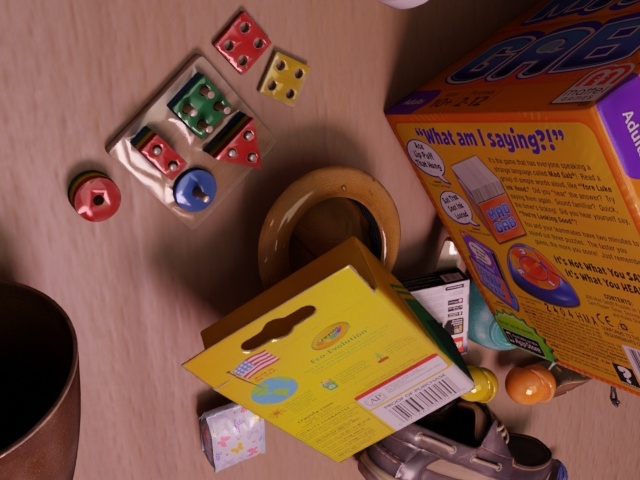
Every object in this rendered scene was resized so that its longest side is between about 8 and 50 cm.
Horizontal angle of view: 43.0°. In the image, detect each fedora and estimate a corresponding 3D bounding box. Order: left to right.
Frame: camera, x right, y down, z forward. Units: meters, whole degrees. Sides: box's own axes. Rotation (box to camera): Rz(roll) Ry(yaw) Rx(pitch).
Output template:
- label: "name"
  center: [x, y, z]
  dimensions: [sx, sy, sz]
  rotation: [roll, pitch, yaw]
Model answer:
- label: "fedora"
  center: [0.000, 0.000, 0.918]
  dimensions: [0.194, 0.079, 0.194]
  rotation: [-13, 117, -27]

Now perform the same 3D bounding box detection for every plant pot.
- label: "plant pot"
  center: [-0.311, 0.190, 0.740]
  dimensions: [0.215, 0.215, 0.230]
  rotation: [-22, 137, -24]

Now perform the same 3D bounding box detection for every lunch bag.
- label: "lunch bag"
  center: [-0.105, 0.224, 0.973]
  dimensions: [0.071, 0.053, 0.083]
  rotation: [-18, 130, -24]

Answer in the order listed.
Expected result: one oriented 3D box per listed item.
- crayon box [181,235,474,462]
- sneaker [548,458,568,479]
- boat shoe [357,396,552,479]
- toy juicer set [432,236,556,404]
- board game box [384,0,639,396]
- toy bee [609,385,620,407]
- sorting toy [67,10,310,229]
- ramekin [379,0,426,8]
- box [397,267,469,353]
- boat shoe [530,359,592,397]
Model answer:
- label: "crayon box"
  center: [0.016, 0.121, 0.890]
  dimensions: [0.202, 0.081, 0.318]
  rotation: [-31, 139, 12]
- label: "sneaker"
  center: [0.325, 0.435, 1.347]
  dimensions: [0.221, 0.083, 0.087]
  rotation: [-36, 119, -19]
- label: "boat shoe"
  center: [0.221, 0.303, 1.179]
  dimensions: [0.355, 0.132, 0.130]
  rotation: [8, 107, -37]
- label: "toy juicer set"
  center: [0.233, 0.124, 1.144]
  dimensions: [0.329, 0.089, 0.209]
  rotation: [26, 114, -24]
- label: "board game box"
  center: [0.362, -0.085, 0.887]
  dimensions: [0.356, 0.356, 0.356]
  rotation: [-37, 110, -14]
- label: "toy bee"
  center: [0.503, 0.118, 1.261]
  dimensions: [0.298, 0.162, 0.195]
  rotation: [49, 37, -47]
- label: "sorting toy"
  center: [-0.113, -0.098, 0.817]
  dimensions: [0.274, 0.046, 0.132]
  rotation: [-48, 129, -6]
- label: "ramekin"
  center: [0.073, -0.329, 0.737]
  dimensions: [0.109, 0.207, 0.207]
  rotation: [20, 100, -29]
- label: "box"
  center: [0.084, 0.108, 1.020]
  dimensions: [0.207, 0.036, 0.114]
  rotation: [-10, 118, -13]
- label: "boat shoe"
  center: [0.372, 0.215, 1.291]
  dimensions: [0.178, 0.064, 0.060]
  rotation: [-13, 152, -33]
